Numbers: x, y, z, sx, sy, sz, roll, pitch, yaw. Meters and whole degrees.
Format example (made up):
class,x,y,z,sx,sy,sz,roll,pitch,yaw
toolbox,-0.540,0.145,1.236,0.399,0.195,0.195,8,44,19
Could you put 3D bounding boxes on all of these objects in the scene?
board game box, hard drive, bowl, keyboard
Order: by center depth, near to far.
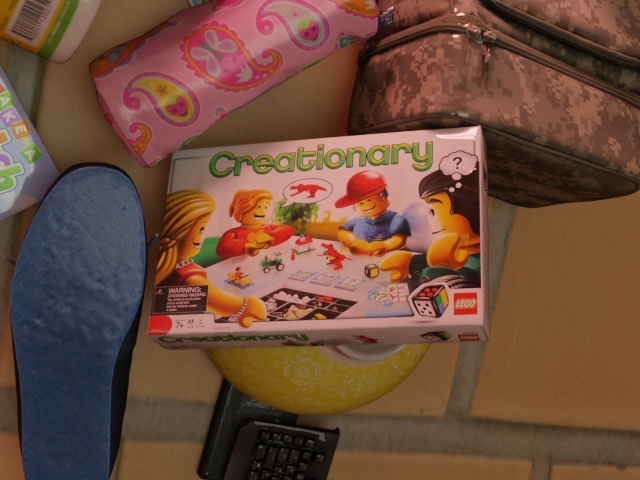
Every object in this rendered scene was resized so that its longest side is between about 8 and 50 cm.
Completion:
class,x,y,z,sx,sy,sz,roll,pitch,yaw
board game box,0.000,0.000,0.887,0.305,0.053,0.193,-3,65,14
board game box,-0.368,-0.071,0.887,0.211,0.039,0.160,-30,110,-15
bowl,0.023,0.053,0.993,0.289,0.156,0.290,-2,96,-22
hard drive,-0.075,0.206,1.070,0.094,0.022,0.135,14,95,-24
keyboard,-0.038,0.358,1.095,0.201,0.033,0.317,12,103,-24

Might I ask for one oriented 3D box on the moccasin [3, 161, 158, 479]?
class,x,y,z,sx,sy,sz,roll,pitch,yaw
moccasin,-0.244,0.087,0.932,0.137,0.117,0.342,11,101,-11

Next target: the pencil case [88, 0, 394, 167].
class,x,y,z,sx,sy,sz,roll,pitch,yaw
pencil case,-0.078,-0.182,0.916,0.284,0.124,0.124,-31,110,-5

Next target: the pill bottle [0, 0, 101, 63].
class,x,y,z,sx,sy,sz,roll,pitch,yaw
pill bottle,-0.308,-0.262,0.819,0.245,0.136,0.136,23,91,-24

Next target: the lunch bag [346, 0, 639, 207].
class,x,y,z,sx,sy,sz,roll,pitch,yaw
lunch bag,0.197,-0.196,1.007,0.305,0.212,0.256,16,78,-24

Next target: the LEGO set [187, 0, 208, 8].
class,x,y,z,sx,sy,sz,roll,pitch,yaw
LEGO set,-0.045,-0.343,0.952,0.244,0.060,0.182,-28,111,-12
